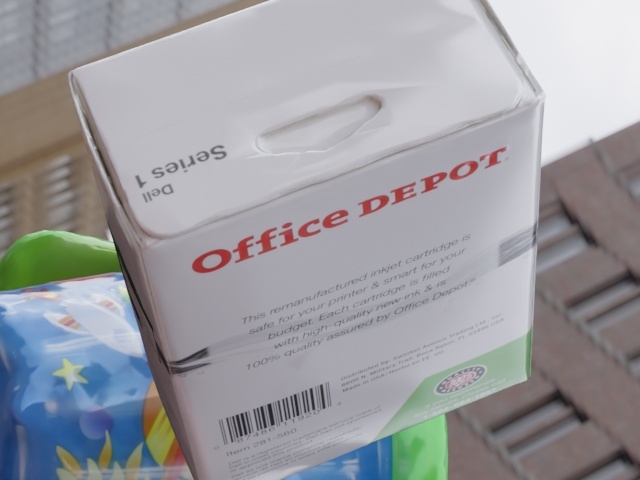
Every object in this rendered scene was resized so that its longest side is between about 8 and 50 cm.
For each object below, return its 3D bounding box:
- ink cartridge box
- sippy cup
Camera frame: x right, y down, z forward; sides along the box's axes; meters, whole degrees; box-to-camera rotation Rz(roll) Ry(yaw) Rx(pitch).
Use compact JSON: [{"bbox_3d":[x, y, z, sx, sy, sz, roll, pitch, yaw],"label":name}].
[{"bbox_3d":[0.000,0.000,0.772,0.219,0.160,0.092,84,-17,-57],"label":"ink cartridge box"},{"bbox_3d":[-0.088,0.111,0.996,0.305,0.224,0.240,-3,-92,58],"label":"sippy cup"}]
